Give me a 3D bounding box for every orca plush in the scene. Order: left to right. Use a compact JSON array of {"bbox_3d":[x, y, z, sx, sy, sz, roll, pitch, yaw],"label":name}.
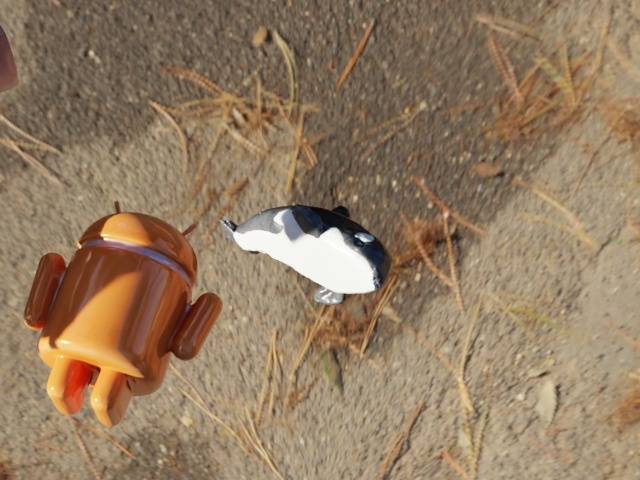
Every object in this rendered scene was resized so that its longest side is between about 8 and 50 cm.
[{"bbox_3d":[0.000,0.000,1.311,0.102,0.287,0.151,-38,110,-32],"label":"orca plush"}]

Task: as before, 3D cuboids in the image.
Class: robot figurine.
[{"bbox_3d":[-0.193,0.066,0.958,0.158,0.128,0.219,-6,57,37],"label":"robot figurine"}]

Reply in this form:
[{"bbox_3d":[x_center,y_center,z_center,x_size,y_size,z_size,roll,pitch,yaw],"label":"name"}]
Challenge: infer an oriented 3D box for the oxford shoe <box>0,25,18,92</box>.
[{"bbox_3d":[-0.404,-0.250,0.921,0.146,0.397,0.140,-31,61,-17],"label":"oxford shoe"}]
